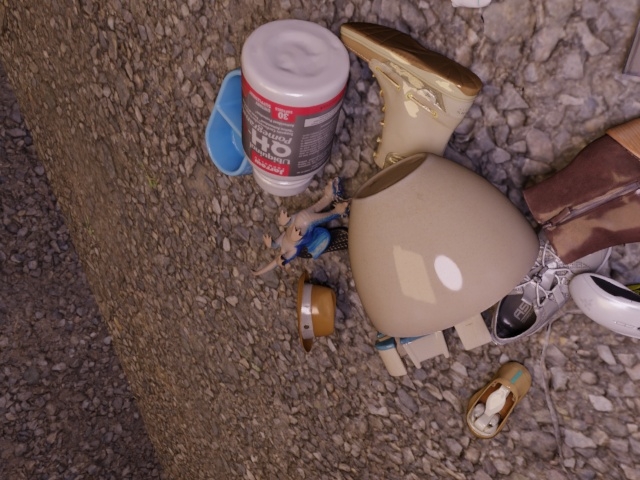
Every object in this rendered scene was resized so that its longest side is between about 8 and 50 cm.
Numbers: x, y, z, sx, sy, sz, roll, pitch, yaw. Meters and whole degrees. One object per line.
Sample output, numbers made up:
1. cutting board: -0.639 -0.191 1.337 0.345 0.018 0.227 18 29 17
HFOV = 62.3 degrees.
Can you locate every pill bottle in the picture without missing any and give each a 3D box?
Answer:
1. pill bottle: -0.057 -0.219 0.968 0.176 0.176 0.318 46 155 16

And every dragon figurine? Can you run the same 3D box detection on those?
1. dragon figurine: -0.037 -0.008 1.115 0.085 0.144 0.289 52 131 23

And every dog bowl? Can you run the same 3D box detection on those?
1. dog bowl: -0.168 -0.260 1.166 0.166 0.074 0.297 50 137 12

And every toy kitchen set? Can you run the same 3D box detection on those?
1. toy kitchen set: 0.205 0.154 1.043 0.207 0.166 0.122 -24 96 12

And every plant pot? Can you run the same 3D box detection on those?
1. plant pot: 0.153 -0.019 0.800 0.284 0.284 0.191 -15 113 48

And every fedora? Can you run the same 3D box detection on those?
1. fedora: -0.004 0.161 1.213 0.079 0.194 0.194 -2 116 6

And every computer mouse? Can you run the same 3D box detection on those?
1. computer mouse: 0.433 0.112 0.725 0.193 0.042 0.106 28 142 21

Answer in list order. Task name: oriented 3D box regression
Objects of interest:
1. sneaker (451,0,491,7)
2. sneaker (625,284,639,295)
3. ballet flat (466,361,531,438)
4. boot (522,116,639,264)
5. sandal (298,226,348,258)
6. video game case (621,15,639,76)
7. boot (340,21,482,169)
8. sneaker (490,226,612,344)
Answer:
1. sneaker: 0.223 -0.397 0.722 0.061 0.054 0.152 21 132 25
2. sneaker: 0.490 0.093 0.733 0.144 0.053 0.059 -7 113 52
3. ballet flat: 0.322 0.319 1.009 0.080 0.073 0.232 35 133 27
4. boot: 0.409 -0.021 0.675 0.207 0.090 0.248 -37 69 26
5. sandal: 0.000 0.000 1.181 0.179 0.040 0.067 -6 114 31
6. video game case: 0.494 -0.248 0.552 0.274 0.026 0.196 25 128 32
7. boot: 0.118 -0.231 0.888 0.262 0.095 0.203 37 135 21
8. sneaker: 0.346 0.060 0.802 0.105 0.115 0.281 33 130 27
